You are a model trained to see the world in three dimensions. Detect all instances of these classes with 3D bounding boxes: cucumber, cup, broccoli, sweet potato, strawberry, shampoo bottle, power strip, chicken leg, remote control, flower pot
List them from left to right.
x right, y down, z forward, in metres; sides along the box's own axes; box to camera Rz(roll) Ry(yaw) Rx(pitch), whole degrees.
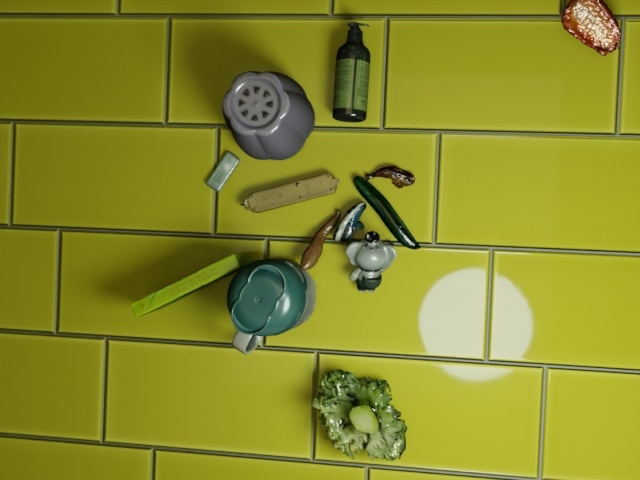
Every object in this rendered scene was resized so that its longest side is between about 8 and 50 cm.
[{"bbox_3d":[-0.296,-0.209,1.918,0.053,0.018,0.124,34,94,6],"label":"remote control"},{"bbox_3d":[-0.156,0.188,1.793,0.219,0.257,0.290,30,94,11],"label":"cup"},{"bbox_3d":[-0.154,-0.368,1.791,0.264,0.243,0.265,0,90,4],"label":"flower pot"},{"bbox_3d":[-0.091,-0.140,1.885,0.305,0.044,0.064,-14,90,5],"label":"power strip"},{"bbox_3d":[0.000,0.000,1.858,0.050,0.050,0.214,29,71,5],"label":"sweet potato"},{"bbox_3d":[0.093,-0.489,1.828,0.101,0.101,0.284,4,91,7],"label":"shampoo bottle"},{"bbox_3d":[0.111,0.501,1.766,0.288,0.245,0.248,13,86,7],"label":"broccoli"},{"bbox_3d":[0.193,-0.080,1.846,0.056,0.056,0.284,-40,86,6],"label":"cucumber"},{"bbox_3d":[0.206,-0.190,1.856,0.145,0.037,0.062,16,106,5],"label":"chicken leg"},{"bbox_3d":[0.757,-0.601,1.768,0.121,0.082,0.188,-36,96,25],"label":"strawberry"}]

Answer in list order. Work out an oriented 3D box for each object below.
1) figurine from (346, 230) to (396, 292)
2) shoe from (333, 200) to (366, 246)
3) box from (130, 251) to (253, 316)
[{"bbox_3d":[0.142,0.058,1.814,0.147,0.126,0.193,3,123,-4],"label":"figurine"},{"bbox_3d":[0.096,-0.051,1.855,0.071,0.064,0.143,32,88,-11],"label":"shoe"},{"bbox_3d":[-0.369,0.126,1.847,0.334,0.187,0.047,-27,89,6],"label":"box"}]
